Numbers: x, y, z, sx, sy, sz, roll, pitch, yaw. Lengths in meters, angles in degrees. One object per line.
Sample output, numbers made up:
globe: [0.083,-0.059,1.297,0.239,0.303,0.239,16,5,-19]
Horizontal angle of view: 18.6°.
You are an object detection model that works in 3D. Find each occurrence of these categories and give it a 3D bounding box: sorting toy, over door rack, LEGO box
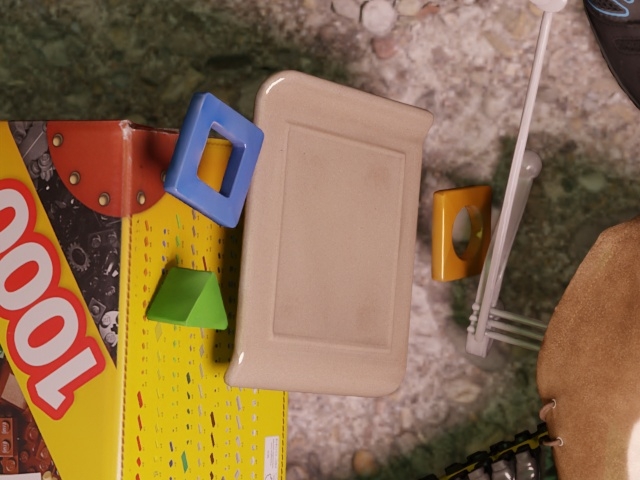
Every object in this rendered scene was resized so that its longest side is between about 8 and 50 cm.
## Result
sorting toy: [0.000,0.000,1.251,0.047,0.348,0.196,7,87,37]
over door rack: [0.235,-0.035,1.260,0.240,0.108,0.324,15,128,11]
LEGO box: [-0.226,0.174,1.293,0.372,0.193,0.500,1,89,31]

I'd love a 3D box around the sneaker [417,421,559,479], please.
sneaker: [0.077,0.240,1.334,0.344,0.134,0.146,-24,90,12]

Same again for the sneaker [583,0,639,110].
sneaker: [0.216,-0.186,1.281,0.125,0.139,0.341,-35,87,8]

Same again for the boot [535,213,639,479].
boot: [0.182,0.128,1.233,0.115,0.112,0.305,25,105,19]
